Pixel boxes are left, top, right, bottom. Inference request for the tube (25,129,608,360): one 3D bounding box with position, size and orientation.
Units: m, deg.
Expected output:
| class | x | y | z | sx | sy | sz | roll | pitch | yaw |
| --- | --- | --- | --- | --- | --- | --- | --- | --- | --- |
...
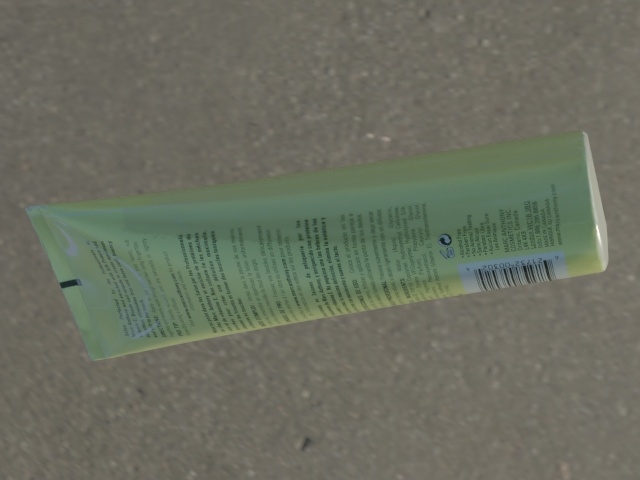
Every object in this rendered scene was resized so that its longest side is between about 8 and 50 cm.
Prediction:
| class | x | y | z | sx | sy | sz | roll | pitch | yaw |
| --- | --- | --- | --- | --- | --- | --- | --- | --- | --- |
| tube | 0.000 | 0.000 | 0.764 | 0.240 | 0.062 | 0.070 | -10 | 88 | 10 |
